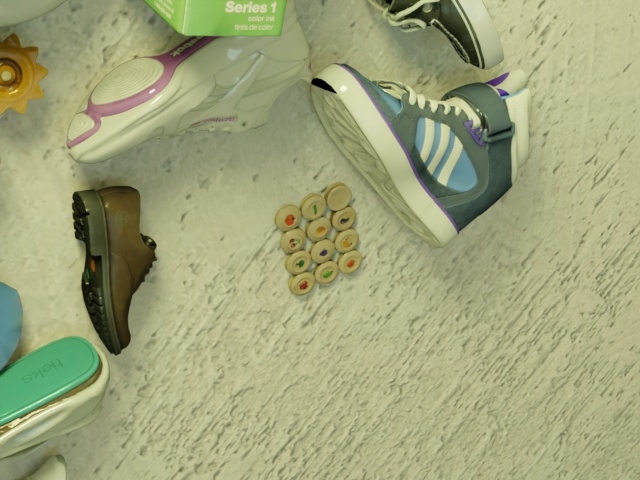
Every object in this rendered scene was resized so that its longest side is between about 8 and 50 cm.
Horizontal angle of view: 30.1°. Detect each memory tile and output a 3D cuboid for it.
[{"bbox_3d":[0.000,0.000,1.583,0.113,0.012,0.148,-23,128,-16],"label":"memory tile"}]

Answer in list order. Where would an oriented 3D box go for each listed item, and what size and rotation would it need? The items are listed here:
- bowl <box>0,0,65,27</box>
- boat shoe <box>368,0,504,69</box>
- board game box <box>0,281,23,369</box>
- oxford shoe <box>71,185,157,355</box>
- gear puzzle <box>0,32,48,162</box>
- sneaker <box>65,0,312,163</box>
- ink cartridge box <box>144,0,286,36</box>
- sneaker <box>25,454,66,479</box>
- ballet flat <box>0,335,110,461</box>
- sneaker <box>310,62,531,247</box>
[{"bbox_3d":[-0.313,-0.320,1.118,0.297,0.134,0.298,-14,125,-21],"label":"bowl"},{"bbox_3d":[0.108,-0.302,1.391,0.105,0.113,0.306,-38,128,4],"label":"boat shoe"},{"bbox_3d":[-0.430,0.091,1.373,0.168,0.033,0.133,32,84,-35],"label":"board game box"},{"bbox_3d":[-0.236,0.039,1.426,0.096,0.083,0.227,-15,126,-27],"label":"oxford shoe"},{"bbox_3d":[-0.436,-0.109,1.226,0.339,0.044,0.175,-36,110,-6],"label":"gear puzzle"},{"bbox_3d":[-0.137,-0.155,1.336,0.305,0.114,0.152,-32,129,-9],"label":"sneaker"},{"bbox_3d":[-0.106,-0.364,1.164,0.117,0.201,0.278,-4,120,-29],"label":"ink cartridge box"},{"bbox_3d":[-0.383,0.340,1.548,0.061,0.054,0.152,26,104,-36],"label":"sneaker"},{"bbox_3d":[-0.434,0.241,1.416,0.400,0.139,0.139,-21,128,-21],"label":"ballet flat"},{"bbox_3d":[0.149,-0.166,1.505,0.236,0.130,0.323,-47,127,-9],"label":"sneaker"}]
